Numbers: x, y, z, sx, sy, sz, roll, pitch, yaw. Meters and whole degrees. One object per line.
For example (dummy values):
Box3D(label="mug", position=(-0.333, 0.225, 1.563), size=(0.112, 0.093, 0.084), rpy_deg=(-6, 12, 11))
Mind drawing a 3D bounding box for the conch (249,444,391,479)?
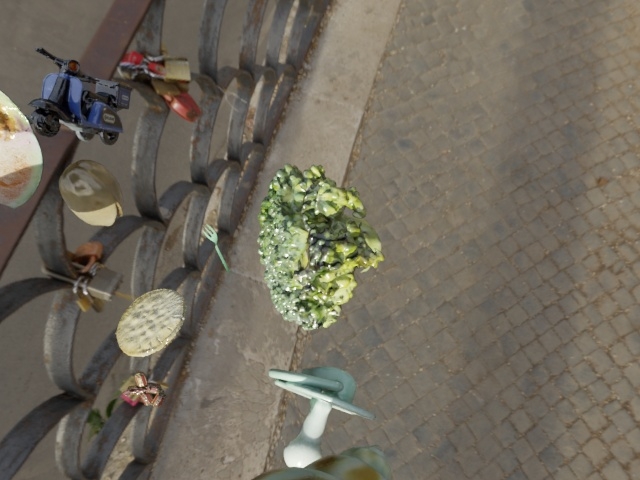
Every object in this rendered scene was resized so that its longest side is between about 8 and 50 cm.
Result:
Box3D(label="conch", position=(-0.027, 0.290, 0.303), size=(0.197, 0.249, 0.367), rpy_deg=(25, 42, -11))

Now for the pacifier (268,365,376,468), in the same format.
Box3D(label="pacifier", position=(-0.026, 0.453, 1.151), size=(0.288, 0.343, 0.269), rpy_deg=(25, 67, -6))

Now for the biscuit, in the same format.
Box3D(label="biscuit", position=(-0.329, 0.155, 0.861), size=(0.152, 0.020, 0.152), rpy_deg=(-12, 47, 13))

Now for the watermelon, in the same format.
Box3D(label="watermelon", position=(-0.683, -0.240, 0.900), size=(0.175, 0.321, 0.188), rpy_deg=(-24, 47, -18))

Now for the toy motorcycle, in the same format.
Box3D(label="toy motorcycle", position=(-0.663, -0.382, 1.233), size=(0.125, 0.358, 0.212), rpy_deg=(11, 99, 4))

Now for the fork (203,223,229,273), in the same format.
Box3D(label="fork", position=(-0.325, 0.031, 1.420), size=(0.021, 0.039, 0.235), rpy_deg=(8, 33, -42))

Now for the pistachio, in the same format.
Box3D(label="pistachio", position=(-0.598, -0.120, 1.178), size=(0.153, 0.238, 0.137), rpy_deg=(40, 65, 5))

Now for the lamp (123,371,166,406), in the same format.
Box3D(label="lamp", position=(-0.371, 0.326, 0.952), size=(0.083, 0.031, 0.063), rpy_deg=(36, 98, -5))

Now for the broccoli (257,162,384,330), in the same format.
Box3D(label="broccoli", position=(-0.024, 0.007, 0.946), size=(0.272, 0.324, 0.334), rpy_deg=(-33, 36, -3))
